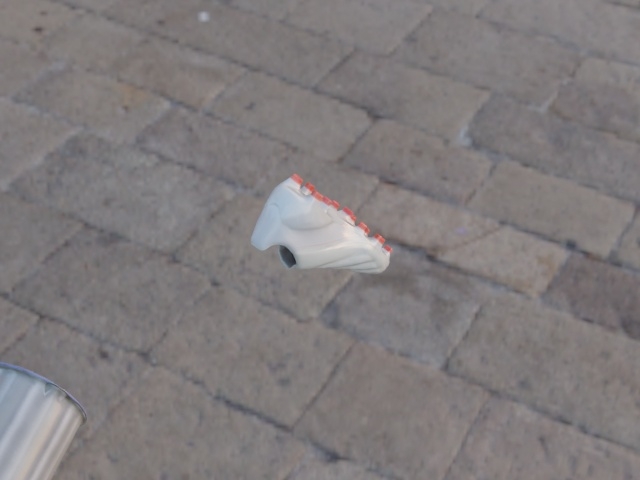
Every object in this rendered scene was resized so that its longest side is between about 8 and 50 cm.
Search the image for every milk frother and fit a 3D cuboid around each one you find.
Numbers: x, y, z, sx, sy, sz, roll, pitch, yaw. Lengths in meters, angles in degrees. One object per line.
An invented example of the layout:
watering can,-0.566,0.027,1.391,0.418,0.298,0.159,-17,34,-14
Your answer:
milk frother,-0.257,0.142,0.816,0.129,0.143,0.135,-5,48,38

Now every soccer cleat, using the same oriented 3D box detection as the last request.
soccer cleat,0.000,0.000,1.145,0.068,0.196,0.076,41,96,33
